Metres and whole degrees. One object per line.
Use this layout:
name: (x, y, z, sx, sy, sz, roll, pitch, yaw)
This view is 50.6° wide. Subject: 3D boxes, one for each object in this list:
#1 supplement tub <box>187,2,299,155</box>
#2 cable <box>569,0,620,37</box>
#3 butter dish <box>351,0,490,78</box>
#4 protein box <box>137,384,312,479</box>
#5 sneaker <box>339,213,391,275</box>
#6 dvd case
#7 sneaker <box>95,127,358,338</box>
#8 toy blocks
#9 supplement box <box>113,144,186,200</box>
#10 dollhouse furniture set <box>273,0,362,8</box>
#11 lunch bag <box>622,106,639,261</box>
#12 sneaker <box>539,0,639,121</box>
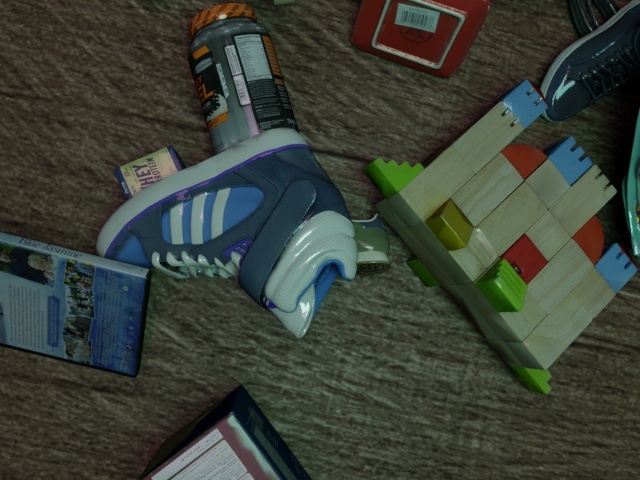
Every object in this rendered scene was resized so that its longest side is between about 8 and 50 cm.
supplement tub: (-0.106, -0.206, 0.901, 0.117, 0.117, 0.190, -16, 87, -5)
cable: (0.341, -0.405, 0.988, 0.287, 0.072, 0.139, 43, 68, -12)
butter dish: (0.140, -0.325, 0.925, 0.160, 0.160, 0.118, 18, 62, -2)
protein box: (-0.096, 0.310, 0.827, 0.136, 0.200, 0.201, -36, 89, -5)
sneaker: (0.000, 0.000, 0.928, 0.192, 0.064, 0.086, 0, 67, 5)
dvd case: (-0.348, 0.080, 0.864, 0.253, 0.022, 0.180, 14, 124, -3)
sneaker: (-0.111, 0.029, 0.832, 0.323, 0.130, 0.236, -28, 70, 9)
toy blocks: (0.268, -0.026, 0.899, 0.261, 0.191, 0.381, -41, 94, -15)
supplement box: (-0.218, -0.079, 0.902, 0.083, 0.083, 0.056, -25, 89, -5)
dollhouse furniture set: (0.026, -0.444, 0.805, 0.174, 0.355, 0.303, 22, 85, -3)
lunch bag: (0.506, -0.092, 0.826, 0.223, 0.160, 0.262, -10, 119, -10)
sneaker: (0.408, -0.233, 0.898, 0.226, 0.163, 0.086, -44, 117, 9)
